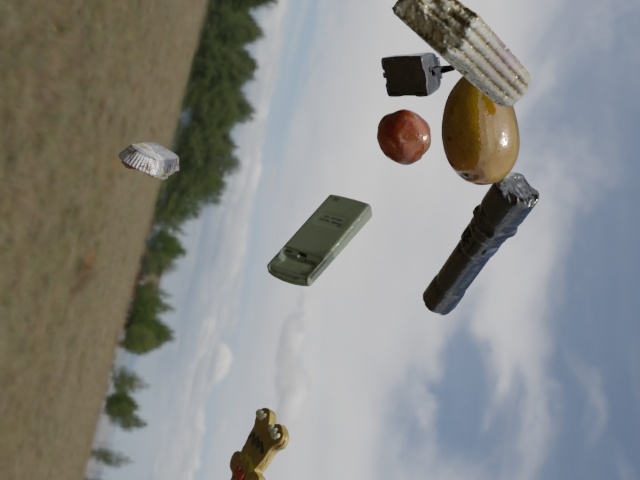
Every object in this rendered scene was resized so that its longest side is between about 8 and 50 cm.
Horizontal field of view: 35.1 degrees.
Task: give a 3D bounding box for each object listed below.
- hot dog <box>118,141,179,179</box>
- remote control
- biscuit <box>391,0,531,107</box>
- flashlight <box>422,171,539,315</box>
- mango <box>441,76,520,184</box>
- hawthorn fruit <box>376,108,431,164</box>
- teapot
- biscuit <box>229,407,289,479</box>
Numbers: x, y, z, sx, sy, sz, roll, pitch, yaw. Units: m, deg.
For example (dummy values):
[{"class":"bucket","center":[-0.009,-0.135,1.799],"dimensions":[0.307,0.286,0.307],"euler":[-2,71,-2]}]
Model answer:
[{"class":"hot dog","center":[-0.334,-0.155,1.977],"dimensions":[0.053,0.099,0.192],"euler":[-63,177,12]},{"class":"remote control","center":[0.000,0.000,2.305],"dimensions":[0.285,0.123,0.038],"euler":[-51,143,-36]},{"class":"biscuit","center":[0.173,-0.236,1.218],"dimensions":[0.062,0.108,0.239],"euler":[-49,152,10]},{"class":"flashlight","center":[0.327,0.021,2.153],"dimensions":[0.424,0.103,0.103],"euler":[117,-16,-47]},{"class":"mango","center":[0.292,-0.212,1.863],"dimensions":[0.120,0.152,0.221],"euler":[-10,-93,55]},{"class":"hawthorn fruit","center":[0.175,-0.221,2.138],"dimensions":[0.128,0.128,0.128],"euler":[-167,-90,-81]},{"class":"teapot","center":[0.207,-0.356,2.133],"dimensions":[0.177,0.096,0.087],"euler":[8,-63,49]},{"class":"biscuit","center":[-0.151,0.472,2.124],"dimensions":[0.240,0.035,0.158],"euler":[-61,-153,-2]}]
